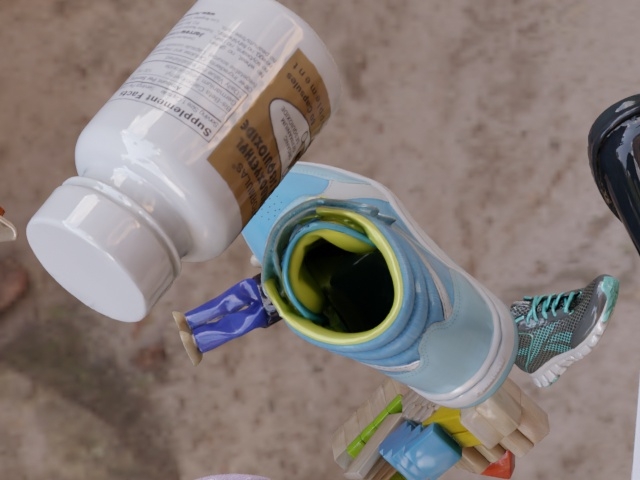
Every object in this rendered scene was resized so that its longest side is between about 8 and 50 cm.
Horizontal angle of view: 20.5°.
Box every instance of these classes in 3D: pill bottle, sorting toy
[{"bbox_3d":[-0.096,-0.059,1.246,0.131,0.229,0.131,29,152,17],"label":"pill bottle"},{"bbox_3d":[-0.195,-0.023,1.004,0.012,0.062,0.083,-53,16,-14],"label":"sorting toy"}]

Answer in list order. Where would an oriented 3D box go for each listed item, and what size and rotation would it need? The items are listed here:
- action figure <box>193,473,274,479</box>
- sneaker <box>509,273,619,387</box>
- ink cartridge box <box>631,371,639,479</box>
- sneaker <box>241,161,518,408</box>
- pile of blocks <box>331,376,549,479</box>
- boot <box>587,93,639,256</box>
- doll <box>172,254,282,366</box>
[{"bbox_3d":[-0.147,0.410,1.522,0.275,0.248,0.370,-95,15,-70],"label":"action figure"},{"bbox_3d":[0.209,0.075,1.604,0.076,0.065,0.166,30,141,-5],"label":"sneaker"},{"bbox_3d":[0.344,0.016,1.069,0.151,0.395,0.270,6,94,34],"label":"ink cartridge box"},{"bbox_3d":[0.000,0.000,1.410,0.319,0.208,0.127,35,94,40],"label":"sneaker"},{"bbox_3d":[0.124,0.220,1.830,0.112,0.149,0.362,43,162,-10],"label":"pile of blocks"},{"bbox_3d":[0.284,0.035,1.260,0.094,0.246,0.207,-25,42,6],"label":"boot"},{"bbox_3d":[-0.050,0.053,1.738,0.129,0.189,0.046,-116,2,-56],"label":"doll"}]
